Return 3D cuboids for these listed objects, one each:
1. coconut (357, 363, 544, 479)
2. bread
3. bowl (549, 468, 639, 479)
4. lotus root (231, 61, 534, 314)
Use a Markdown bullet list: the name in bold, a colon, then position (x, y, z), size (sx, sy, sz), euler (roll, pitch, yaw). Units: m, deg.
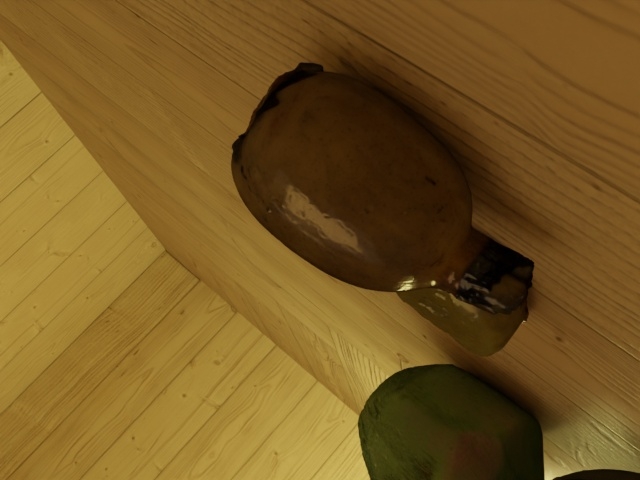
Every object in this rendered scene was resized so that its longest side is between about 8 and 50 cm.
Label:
- **coconut**: position (0.220, 0.361, 1.129), size (0.328, 0.281, 0.328), euler (17, 115, 41)
- **bread**: position (0.161, 0.053, 0.770), size (0.156, 0.086, 0.125), euler (39, 159, 4)
- **bowl**: position (0.413, 0.456, 0.917), size (0.354, 0.354, 0.185), euler (33, -153, 33)
- **lotus root**: position (0.057, -0.032, 0.657), size (0.310, 0.183, 0.183), euler (36, 165, 6)
